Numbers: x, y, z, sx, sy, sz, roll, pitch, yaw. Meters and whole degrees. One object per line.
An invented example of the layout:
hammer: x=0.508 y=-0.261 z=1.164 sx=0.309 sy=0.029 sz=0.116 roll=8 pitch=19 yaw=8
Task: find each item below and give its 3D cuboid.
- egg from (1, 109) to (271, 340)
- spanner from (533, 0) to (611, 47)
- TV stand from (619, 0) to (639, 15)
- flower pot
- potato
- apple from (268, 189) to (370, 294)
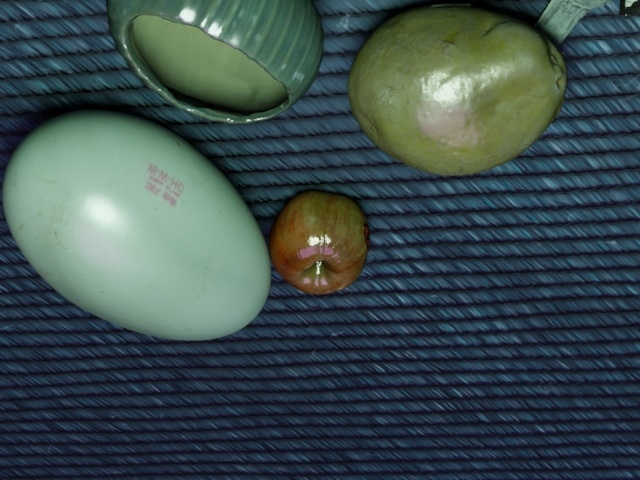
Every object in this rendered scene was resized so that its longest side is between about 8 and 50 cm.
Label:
egg: x=-0.206 y=-0.012 z=2.190 sx=0.230 sy=0.230 sz=0.371 roll=-25 pitch=136 yaw=36
spanner: x=0.227 y=-0.199 z=2.038 sx=0.071 sy=0.017 sz=0.302 roll=20 pitch=141 yaw=-14
TV stand: x=0.317 y=-0.325 z=1.834 sx=0.040 sy=0.049 sz=0.256 roll=3 pitch=142 yaw=8
flower pot: x=-0.108 y=-0.225 z=1.955 sx=0.243 sy=0.157 sz=0.189 roll=35 pitch=134 yaw=-29
potato: x=0.144 y=-0.160 z=1.988 sx=0.235 sy=0.160 sz=0.178 roll=-13 pitch=135 yaw=17
apple: x=-0.002 y=0.001 z=2.271 sx=0.126 sy=0.102 sz=0.126 roll=1 pitch=140 yaw=1
